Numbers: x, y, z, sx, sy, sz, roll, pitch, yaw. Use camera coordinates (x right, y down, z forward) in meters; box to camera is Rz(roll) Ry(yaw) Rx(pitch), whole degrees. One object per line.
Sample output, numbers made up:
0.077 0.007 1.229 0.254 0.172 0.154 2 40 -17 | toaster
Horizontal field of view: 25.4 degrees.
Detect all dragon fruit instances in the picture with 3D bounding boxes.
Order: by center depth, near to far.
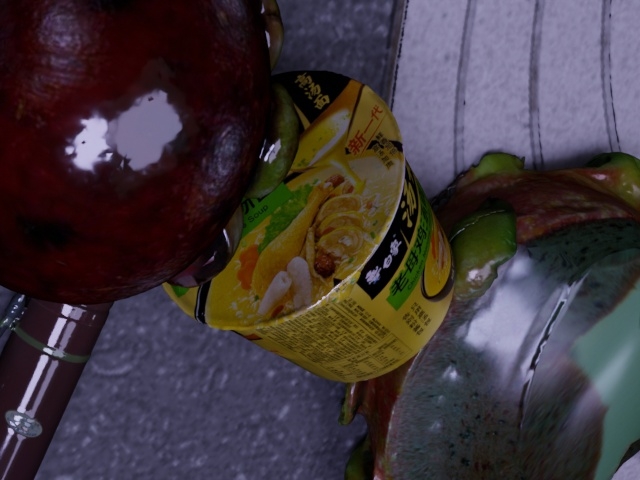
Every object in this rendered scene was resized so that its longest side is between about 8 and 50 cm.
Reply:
0.136 0.073 0.908 0.268 0.130 0.295 33 90 -36 | dragon fruit

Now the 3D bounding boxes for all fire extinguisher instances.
-0.164 0.084 0.745 0.078 0.045 0.157 24 98 -12 | fire extinguisher

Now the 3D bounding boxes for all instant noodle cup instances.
0.000 0.000 0.763 0.151 0.151 0.122 -53 141 -4 | instant noodle cup

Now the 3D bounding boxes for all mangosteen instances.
-0.089 -0.058 0.650 0.200 0.200 0.200 -16 119 -30 | mangosteen
